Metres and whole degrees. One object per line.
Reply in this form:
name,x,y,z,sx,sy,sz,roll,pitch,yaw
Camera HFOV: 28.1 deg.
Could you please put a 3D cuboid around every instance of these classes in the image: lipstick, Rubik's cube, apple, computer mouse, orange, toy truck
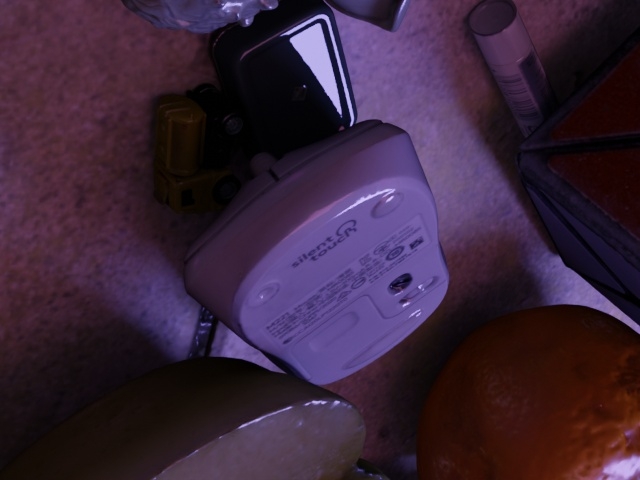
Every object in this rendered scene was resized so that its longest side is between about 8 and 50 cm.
lipstick,0.159,-0.132,1.021,0.040,0.040,0.141,-42,137,-4
Rubik's cube,0.346,-0.034,1.060,0.259,0.255,0.260,-42,148,-3
apple,-0.106,0.255,0.940,0.360,0.320,0.311,-44,99,-10
computer mouse,0.000,0.000,0.916,0.184,0.121,0.297,-35,154,4
orange,0.216,0.189,1.163,0.261,0.261,0.261,-21,132,-25
toy truck,-0.087,-0.059,0.880,0.054,0.049,0.083,-13,128,-29

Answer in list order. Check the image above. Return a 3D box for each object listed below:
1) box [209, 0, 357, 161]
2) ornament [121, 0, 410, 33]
box,-0.022,-0.110,0.903,0.091,0.031,0.126,-31,137,-15
ornament,-0.007,-0.190,0.783,0.285,0.130,0.120,-9,140,-33
